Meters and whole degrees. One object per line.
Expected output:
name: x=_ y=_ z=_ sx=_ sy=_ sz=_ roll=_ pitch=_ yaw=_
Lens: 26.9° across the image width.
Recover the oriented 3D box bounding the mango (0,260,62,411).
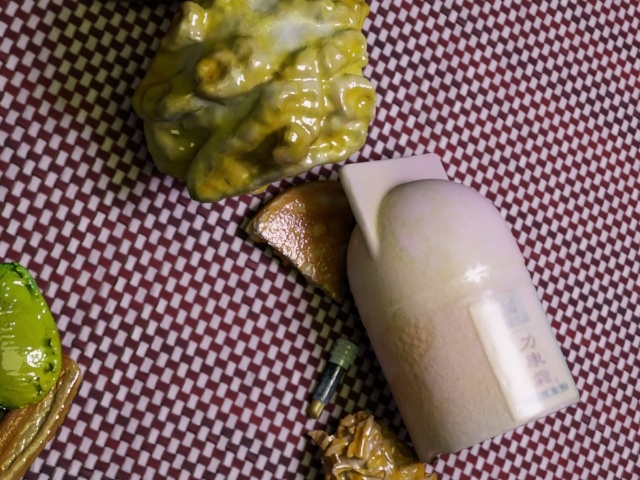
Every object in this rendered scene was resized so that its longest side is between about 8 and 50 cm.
mango: x=-0.372 y=0.114 z=1.594 sx=0.119 sy=0.100 sz=0.178 roll=-4 pitch=79 yaw=-20

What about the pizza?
pizza: x=0.000 y=0.000 z=1.852 sx=0.185 sy=0.036 sz=0.176 roll=-35 pitch=103 yaw=-30

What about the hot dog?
hot dog: x=-0.358 y=0.235 z=1.617 sx=0.066 sy=0.047 sz=0.215 roll=24 pitch=67 yaw=14

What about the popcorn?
popcorn: x=-0.087 y=-0.198 z=1.682 sx=0.312 sy=0.312 sz=0.312 roll=4 pitch=82 yaw=-29

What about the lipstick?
lipstick: x=0.013 y=0.191 z=1.837 sx=0.037 sy=0.037 sz=0.116 roll=35 pitch=73 yaw=-21

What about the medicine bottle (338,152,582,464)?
medicine bottle: x=0.168 y=0.074 z=1.810 sx=0.236 sy=0.236 sz=0.406 roll=-17 pitch=80 yaw=-29

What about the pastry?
pastry: x=0.086 y=0.344 z=1.817 sx=0.250 sy=0.102 sz=0.154 roll=44 pitch=63 yaw=-19
